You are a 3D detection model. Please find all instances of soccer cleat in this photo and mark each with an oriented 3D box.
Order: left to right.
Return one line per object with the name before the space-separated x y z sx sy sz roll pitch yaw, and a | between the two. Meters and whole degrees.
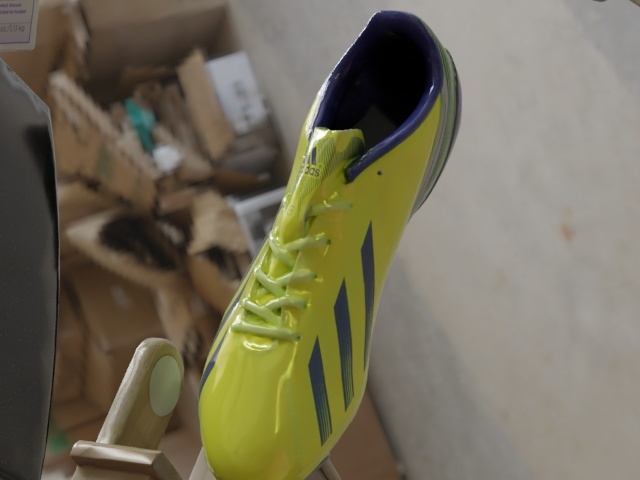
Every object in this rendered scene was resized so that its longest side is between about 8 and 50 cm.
soccer cleat | -0.001 -0.001 0.946 0.093 0.289 0.121 15 152 19

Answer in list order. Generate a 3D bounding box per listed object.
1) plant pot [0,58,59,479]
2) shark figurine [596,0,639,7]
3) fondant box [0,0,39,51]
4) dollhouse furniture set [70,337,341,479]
plant pot | -0.194 0.022 0.588 0.187 0.188 0.167 54 -163 -63
shark figurine | 0.123 -0.188 0.813 0.116 0.278 0.166 -50 57 19
fondant box | -0.270 -0.300 1.076 0.238 0.096 0.330 21 111 35
dollhouse furniture set | 0.085 0.185 0.940 0.356 0.173 0.303 3 144 27
